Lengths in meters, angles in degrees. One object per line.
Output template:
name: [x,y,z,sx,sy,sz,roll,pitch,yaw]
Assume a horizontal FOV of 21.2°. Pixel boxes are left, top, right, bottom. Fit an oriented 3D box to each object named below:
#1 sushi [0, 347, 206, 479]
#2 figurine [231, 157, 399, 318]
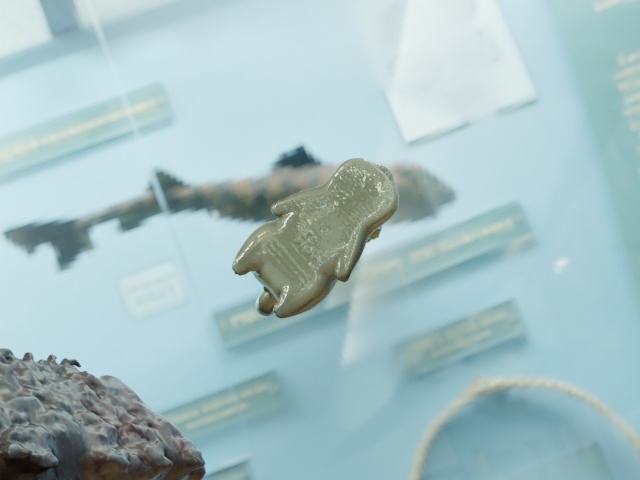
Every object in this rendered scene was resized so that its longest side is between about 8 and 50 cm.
sushi: [-0.171,0.138,0.767,0.161,0.107,0.241,-54,-26,15]
figurine: [0.000,0.000,0.762,0.083,0.047,0.050,-39,-6,-4]
